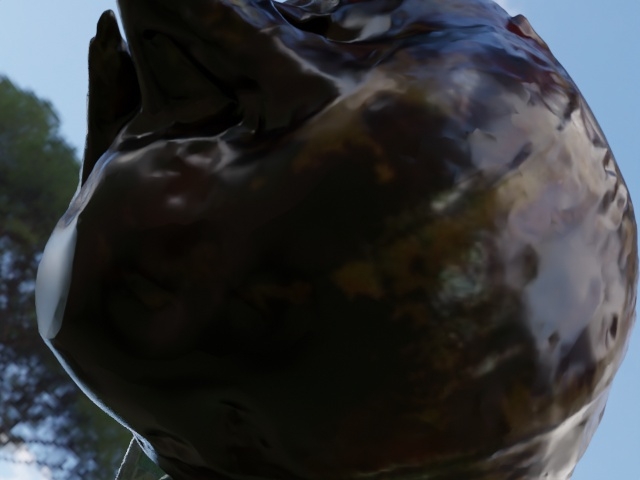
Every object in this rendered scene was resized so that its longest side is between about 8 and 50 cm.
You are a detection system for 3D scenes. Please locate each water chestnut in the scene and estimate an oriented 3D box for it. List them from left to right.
[{"bbox_3d":[0.000,0.000,0.570,0.244,0.289,0.289,12,-25,-28],"label":"water chestnut"}]

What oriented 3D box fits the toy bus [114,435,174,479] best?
[{"bbox_3d":[-0.093,0.212,0.701,0.091,0.262,0.109,31,-15,-30],"label":"toy bus"}]
